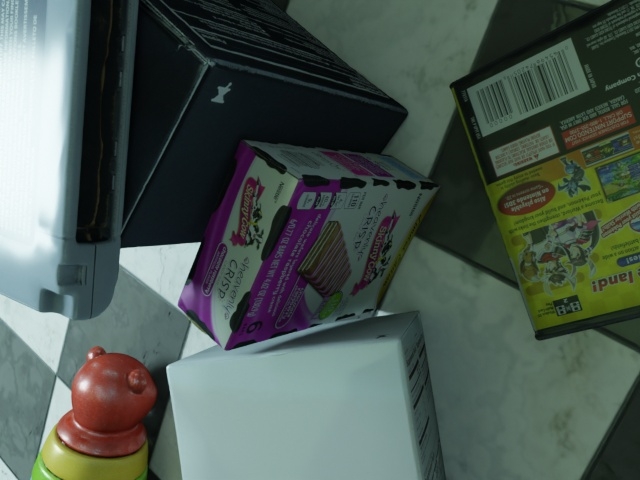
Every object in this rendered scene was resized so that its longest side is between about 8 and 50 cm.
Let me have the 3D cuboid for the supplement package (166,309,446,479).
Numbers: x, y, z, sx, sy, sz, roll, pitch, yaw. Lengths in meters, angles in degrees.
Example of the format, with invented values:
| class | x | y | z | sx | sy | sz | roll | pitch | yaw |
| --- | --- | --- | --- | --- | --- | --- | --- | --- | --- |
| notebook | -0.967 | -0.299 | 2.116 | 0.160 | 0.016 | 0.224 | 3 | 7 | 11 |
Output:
| class | x | y | z | sx | sy | sz | roll | pitch | yaw |
| --- | --- | --- | --- | --- | --- | --- | --- | --- | --- |
| supplement package | 0.008 | 0.215 | 0.578 | 0.199 | 0.198 | 0.263 | -9 | 88 | 14 |

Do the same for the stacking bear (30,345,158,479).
| class | x | y | z | sx | sy | sz | roll | pitch | yaw |
| --- | --- | --- | --- | --- | --- | --- | --- | --- | --- |
| stacking bear | -0.305 | 0.294 | 0.873 | 0.175 | 0.164 | 0.289 | 22 | 101 | 32 |

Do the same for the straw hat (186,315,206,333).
| class | x | y | z | sx | sy | sz | roll | pitch | yaw |
| --- | --- | --- | --- | --- | --- | --- | --- | --- | --- |
| straw hat | -0.087 | 0.060 | 0.748 | 0.144 | 0.144 | 0.061 | -33 | 32 | 32 |

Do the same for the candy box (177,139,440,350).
| class | x | y | z | sx | sy | sz | roll | pitch | yaw |
| --- | --- | --- | --- | --- | --- | --- | --- | --- | --- |
| candy box | 0.000 | 0.000 | 0.579 | 0.071 | 0.233 | 0.159 | 36 | 114 | 28 |

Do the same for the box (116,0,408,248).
| class | x | y | z | sx | sy | sz | roll | pitch | yaw |
| --- | --- | --- | --- | --- | --- | --- | --- | --- | --- |
| box | -0.125 | -0.153 | 0.620 | 0.294 | 0.296 | 0.183 | 45 | 116 | 25 |

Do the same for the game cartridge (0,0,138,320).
| class | x | y | z | sx | sy | sz | roll | pitch | yaw |
| --- | --- | --- | --- | --- | --- | --- | --- | --- | --- |
| game cartridge | -0.225 | -0.107 | 0.483 | 0.198 | 0.062 | 0.298 | 15 | 102 | 38 |

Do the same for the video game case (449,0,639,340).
| class | x | y | z | sx | sy | sz | roll | pitch | yaw |
| --- | --- | --- | --- | --- | --- | --- | --- | --- | --- |
| video game case | 0.266 | -0.072 | 0.506 | 0.274 | 0.035 | 0.249 | -22 | 80 | 34 |
